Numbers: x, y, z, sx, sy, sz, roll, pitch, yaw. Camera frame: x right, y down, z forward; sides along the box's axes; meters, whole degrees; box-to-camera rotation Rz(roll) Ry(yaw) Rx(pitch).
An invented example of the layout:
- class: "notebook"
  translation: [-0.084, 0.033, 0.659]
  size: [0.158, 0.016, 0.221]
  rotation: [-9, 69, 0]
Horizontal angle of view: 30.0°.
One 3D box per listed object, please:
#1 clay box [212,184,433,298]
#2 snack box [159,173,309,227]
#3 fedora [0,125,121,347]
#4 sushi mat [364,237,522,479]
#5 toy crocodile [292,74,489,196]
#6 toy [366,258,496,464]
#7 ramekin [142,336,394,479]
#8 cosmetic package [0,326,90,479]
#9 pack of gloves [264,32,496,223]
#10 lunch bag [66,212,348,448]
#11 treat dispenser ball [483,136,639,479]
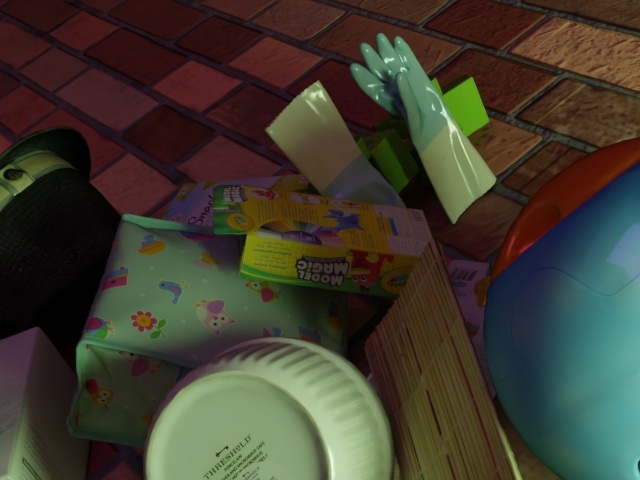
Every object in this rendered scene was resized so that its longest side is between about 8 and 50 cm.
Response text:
- class: "clay box"
  translation: [0.000, 0.000, 1.190]
  size: [0.222, 0.053, 0.127]
  rotation: [7, 24, -7]
- class: "snack box"
  translation: [-0.108, 0.005, 1.422]
  size: [0.207, 0.070, 0.174]
  rotation: [-4, 41, 32]
- class: "fedora"
  translation: [-0.330, 0.027, 1.437]
  size: [0.152, 0.334, 0.334]
  rotation: [29, 55, 11]
- class: "sushi mat"
  translation: [0.102, 0.162, 0.965]
  size: [0.019, 0.151, 0.316]
  rotation: [9, 43, -25]
- class: "toy crocodile"
  translation: [0.071, -0.092, 1.369]
  size: [0.340, 0.115, 0.105]
  rotation: [-40, 22, -32]
- class: "toy"
  translation: [0.127, 0.121, 1.117]
  size: [0.137, 0.056, 0.237]
  rotation: [8, 53, 43]
- class: "ramekin"
  translation: [-0.050, 0.185, 1.002]
  size: [0.207, 0.207, 0.109]
  rotation: [-15, -6, 17]
- class: "cosmetic package"
  translation: [-0.369, 0.237, 1.233]
  size: [0.224, 0.138, 0.225]
  rotation: [-21, 33, 9]
- class: "pack of gloves"
  translation: [0.080, -0.092, 1.274]
  size: [0.195, 0.232, 0.046]
  rotation: [-46, 22, -22]
- class: "lunch bag"
  translation: [-0.098, 0.104, 1.199]
  size: [0.262, 0.160, 0.223]
  rotation: [12, 37, -5]
- class: "treat dispenser ball"
  translation: [0.267, 0.063, 0.892]
  size: [0.288, 0.288, 0.288]
  rotation: [-18, 35, 13]
